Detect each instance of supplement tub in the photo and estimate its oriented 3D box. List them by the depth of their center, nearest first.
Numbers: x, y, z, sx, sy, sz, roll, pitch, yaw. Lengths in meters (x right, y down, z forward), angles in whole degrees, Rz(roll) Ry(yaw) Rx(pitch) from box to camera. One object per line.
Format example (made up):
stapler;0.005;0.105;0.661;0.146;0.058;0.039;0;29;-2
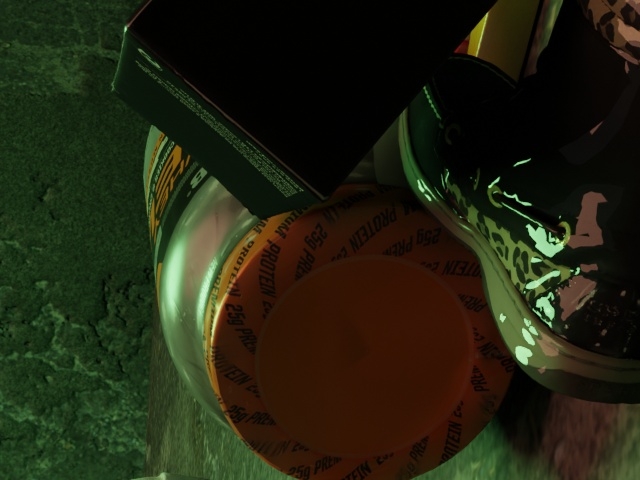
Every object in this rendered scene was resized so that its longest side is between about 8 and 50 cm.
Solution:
supplement tub;0.000;0.000;0.877;0.316;0.193;0.194;-115;33;-68

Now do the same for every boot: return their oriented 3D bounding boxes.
boot;0.108;-0.068;0.648;0.236;0.085;0.179;-110;29;-53

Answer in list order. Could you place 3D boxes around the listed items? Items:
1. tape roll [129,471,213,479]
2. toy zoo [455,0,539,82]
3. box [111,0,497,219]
tape roll;-0.101;0.297;1.003;0.100;0.286;0.286;-107;25;-65
toy zoo;0.092;-0.191;0.928;0.293;0.030;0.192;-113;31;-69
box;0.035;-0.139;0.640;0.261;0.103;0.184;-50;9;-7
